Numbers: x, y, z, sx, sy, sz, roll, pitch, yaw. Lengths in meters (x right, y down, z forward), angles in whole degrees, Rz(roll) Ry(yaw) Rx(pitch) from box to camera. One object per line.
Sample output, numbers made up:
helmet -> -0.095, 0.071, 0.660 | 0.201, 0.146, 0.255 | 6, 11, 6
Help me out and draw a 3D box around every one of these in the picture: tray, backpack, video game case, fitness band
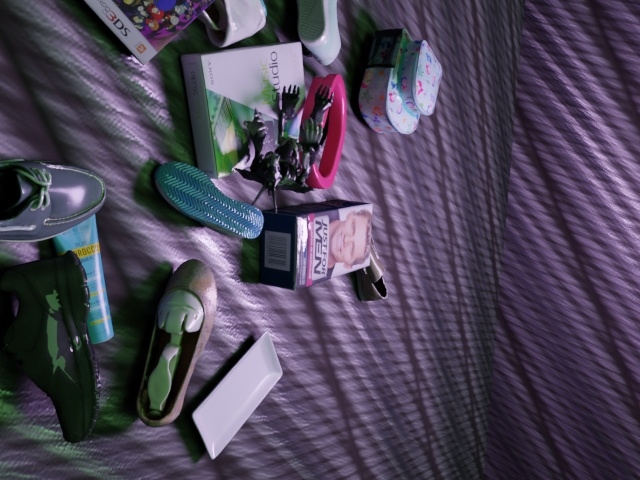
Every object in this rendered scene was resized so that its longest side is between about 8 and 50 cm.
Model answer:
tray -> -0.184, 0.333, 1.337 | 0.270, 0.030, 0.145 | -46, 135, -42
backpack -> 0.213, -0.419, 1.650 | 0.225, 0.191, 0.253 | 32, 75, -56
video game case -> -0.261, -0.423, 0.929 | 0.232, 0.042, 0.210 | -43, 140, -2
fitness band -> 0.009, -0.256, 1.417 | 0.209, 0.054, 0.290 | 76, 24, -53

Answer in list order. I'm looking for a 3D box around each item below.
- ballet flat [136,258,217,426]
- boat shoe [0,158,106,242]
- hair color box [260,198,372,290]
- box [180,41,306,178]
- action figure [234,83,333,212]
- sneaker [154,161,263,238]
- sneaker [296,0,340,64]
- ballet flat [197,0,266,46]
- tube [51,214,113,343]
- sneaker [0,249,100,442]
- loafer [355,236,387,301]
ballet flat -> -0.261, 0.187, 1.095 | 0.106, 0.108, 0.315 | 82, 19, -85
boat shoe -> -0.411, -0.053, 0.817 | 0.320, 0.099, 0.116 | -14, 98, -56
hair color box -> 0.000, 0.000, 1.478 | 0.347, 0.105, 0.173 | -14, 110, -56
box -> -0.139, -0.276, 1.239 | 0.322, 0.059, 0.232 | -31, 123, -50
action figure -> -0.070, -0.195, 1.177 | 0.140, 0.164, 0.275 | 87, 18, -57
sneaker -> -0.221, -0.067, 1.142 | 0.229, 0.092, 0.087 | 35, 69, -34
sneaker -> -0.002, -0.531, 1.381 | 0.151, 0.094, 0.255 | 41, 51, -72
ballet flat -> -0.219, -0.499, 1.017 | 0.139, 0.139, 0.400 | -62, 144, -28
tube -> -0.376, 0.061, 0.964 | 0.080, 0.052, 0.206 | -27, 114, -55
sneaker -> -0.397, 0.161, 0.889 | 0.130, 0.109, 0.286 | -9, 95, -24
loafer -> 0.148, 0.070, 1.738 | 0.094, 0.088, 0.251 | -49, 135, -41
